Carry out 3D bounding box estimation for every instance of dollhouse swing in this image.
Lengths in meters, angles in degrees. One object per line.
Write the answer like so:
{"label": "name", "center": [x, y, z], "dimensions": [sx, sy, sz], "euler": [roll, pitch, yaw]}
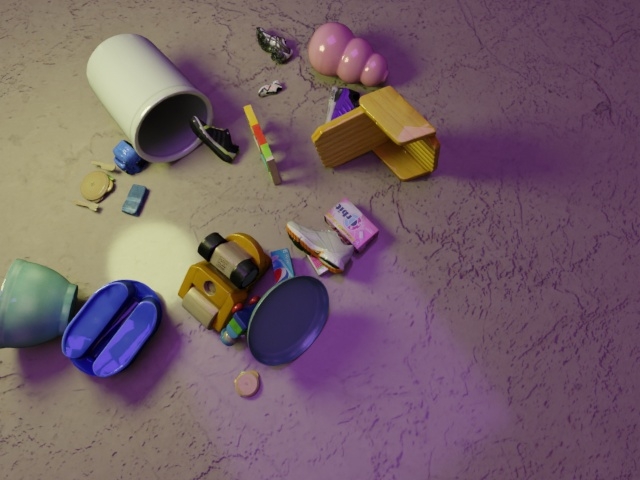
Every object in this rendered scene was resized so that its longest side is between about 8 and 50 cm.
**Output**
{"label": "dollhouse swing", "center": [0.193, -0.303, 1.646], "dimensions": [0.305, 0.347, 0.315], "euler": [-40, 73, -1]}

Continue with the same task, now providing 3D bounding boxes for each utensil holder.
{"label": "utensil holder", "center": [-0.652, -0.542, 1.781], "dimensions": [0.327, 0.328, 0.385], "euler": [-39, 72, -11]}

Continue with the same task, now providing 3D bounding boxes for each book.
{"label": "book", "center": [0.000, 0.045, 1.689], "dimensions": [0.096, 0.035, 0.144], "euler": [-28, 70, -6]}

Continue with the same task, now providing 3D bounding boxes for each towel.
{"label": "towel", "center": [-0.710, -0.155, 1.797], "dimensions": [0.067, 0.029, 0.120], "euler": [14, 72, 7]}

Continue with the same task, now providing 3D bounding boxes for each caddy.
{"label": "caddy", "center": [-0.686, 0.289, 1.560], "dimensions": [0.241, 0.179, 0.341], "euler": [37, 74, -9]}

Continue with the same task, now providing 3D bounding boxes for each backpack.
{"label": "backpack", "center": [-0.739, -0.318, 1.809], "dimensions": [0.098, 0.120, 0.101], "euler": [33, 75, 13]}

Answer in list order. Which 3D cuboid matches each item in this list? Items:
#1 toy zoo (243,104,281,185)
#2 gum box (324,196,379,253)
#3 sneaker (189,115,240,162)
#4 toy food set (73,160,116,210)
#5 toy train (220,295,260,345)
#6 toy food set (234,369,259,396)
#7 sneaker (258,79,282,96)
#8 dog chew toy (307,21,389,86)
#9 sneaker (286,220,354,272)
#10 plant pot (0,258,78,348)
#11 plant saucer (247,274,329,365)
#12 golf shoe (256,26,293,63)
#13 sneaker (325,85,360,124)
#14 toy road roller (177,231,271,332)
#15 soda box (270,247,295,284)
{"label": "toy zoo", "center": [-0.225, -0.373, 1.766], "dimensions": [0.030, 0.192, 0.293], "euler": [-22, 71, -5]}
{"label": "gum box", "center": [0.115, -0.050, 1.700], "dimensions": [0.107, 0.062, 0.188], "euler": [-41, 73, -11]}
{"label": "sneaker", "center": [-0.398, -0.401, 1.787], "dimensions": [0.084, 0.235, 0.097], "euler": [25, 73, 46]}
{"label": "toy food set", "center": [-0.870, -0.210, 1.826], "dimensions": [0.132, 0.038, 0.192], "euler": [15, 77, 16]}
{"label": "toy train", "center": [-0.221, 0.265, 1.581], "dimensions": [0.105, 0.248, 0.143], "euler": [50, 119, 13]}
{"label": "toy food set", "center": [-0.243, 0.473, 1.550], "dimensions": [0.082, 0.020, 0.083], "euler": [-10, 70, 0]}
{"label": "sneaker", "center": [-0.206, -0.620, 1.935], "dimensions": [0.109, 0.040, 0.044], "euler": [-32, 74, -8]}
{"label": "dog chew toy", "center": [0.119, -0.727, 1.882], "dimensions": [0.331, 0.207, 0.207], "euler": [28, 74, 4]}
{"label": "sneaker", "center": [0.000, 0.000, 1.650], "dimensions": [0.262, 0.099, 0.121], "euler": [36, 70, 11]}
{"label": "plant pot", "center": [-0.928, 0.219, 1.561], "dimensions": [0.196, 0.293, 0.293], "euler": [11, 69, -21]}
{"label": "plant saucer", "center": [-0.105, 0.250, 1.497], "dimensions": [0.043, 0.318, 0.318], "euler": [28, 71, 43]}
{"label": "golf shoe", "center": [-0.198, -0.841, 2.005], "dimensions": [0.093, 0.077, 0.198], "euler": [-34, 79, -21]}
{"label": "sneaker", "center": [0.099, -0.475, 1.835], "dimensions": [0.146, 0.102, 0.294], "euler": [7, 70, 4]}
{"label": "toy road roller", "center": [-0.307, 0.126, 1.614], "dimensions": [0.202, 0.240, 0.330], "euler": [38, 113, 14]}
{"label": "soda box", "center": [-0.120, 0.133, 1.616], "dimensions": [0.067, 0.071, 0.210], "euler": [-14, 56, -3]}
